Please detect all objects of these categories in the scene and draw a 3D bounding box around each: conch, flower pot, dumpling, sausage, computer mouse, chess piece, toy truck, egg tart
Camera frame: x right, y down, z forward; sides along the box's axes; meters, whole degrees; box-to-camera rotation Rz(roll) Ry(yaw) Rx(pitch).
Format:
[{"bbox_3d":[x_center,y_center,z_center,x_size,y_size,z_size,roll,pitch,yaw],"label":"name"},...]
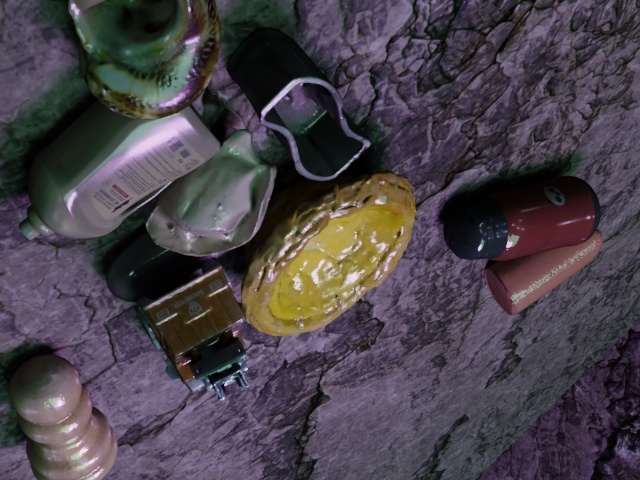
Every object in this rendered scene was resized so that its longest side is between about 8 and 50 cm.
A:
[{"bbox_3d":[-0.190,-0.221,0.992,0.181,0.124,0.187,-37,127,21],"label":"conch"},{"bbox_3d":[-0.030,-0.173,1.236,0.103,0.108,0.229,-38,150,3],"label":"flower pot"},{"bbox_3d":[-0.138,-0.053,1.257,0.199,0.136,0.118,-48,179,15],"label":"dumpling"},{"bbox_3d":[0.494,0.049,2.095,0.252,0.123,0.123,-32,150,-7],"label":"sausage"},{"bbox_3d":[-0.203,0.008,1.363,0.232,0.057,0.120,-33,154,0],"label":"computer mouse"},{"bbox_3d":[-0.408,0.277,1.467,0.142,0.143,0.261,-26,145,-18],"label":"chess piece"},{"bbox_3d":[-0.175,0.158,1.425,0.132,0.184,0.338,-29,172,-13],"label":"toy truck"},{"bbox_3d":[0.000,0.000,1.489,0.345,0.132,0.345,-26,150,-17],"label":"egg tart"}]

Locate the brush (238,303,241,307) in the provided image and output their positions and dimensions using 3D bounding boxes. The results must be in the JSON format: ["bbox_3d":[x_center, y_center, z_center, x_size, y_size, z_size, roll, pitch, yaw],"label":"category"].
[{"bbox_3d":[-0.138,0.119,1.630,0.021,0.019,0.083,-36,154,19],"label":"brush"}]

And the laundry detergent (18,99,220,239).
[{"bbox_3d":[-0.254,-0.084,1.143,0.253,0.091,0.181,-37,157,1],"label":"laundry detergent"}]

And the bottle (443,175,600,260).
[{"bbox_3d":[0.385,-0.040,1.840,0.336,0.144,0.144,-10,141,-35],"label":"bottle"}]
